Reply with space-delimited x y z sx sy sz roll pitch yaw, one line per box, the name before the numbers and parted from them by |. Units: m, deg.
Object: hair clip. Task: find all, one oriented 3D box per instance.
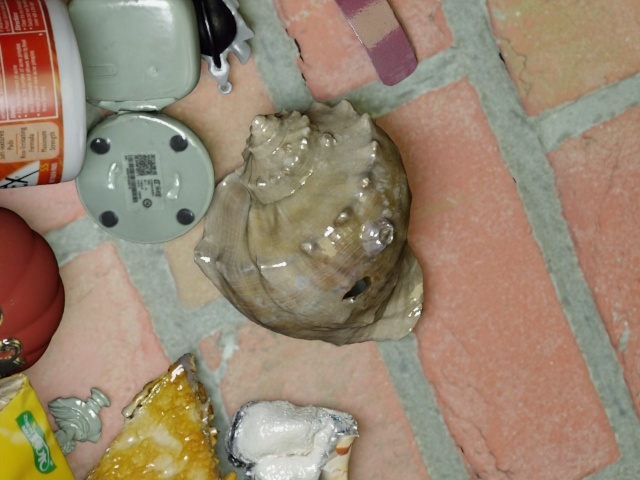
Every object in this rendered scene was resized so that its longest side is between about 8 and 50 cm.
hair clip | 0.065 -0.246 2.031 0.054 0.022 0.137 -32 102 -8

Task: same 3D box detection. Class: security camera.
security camera | -0.199 -0.145 1.930 0.157 0.080 0.301 -3 109 6

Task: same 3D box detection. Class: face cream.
face cream | -0.351 -0.152 1.822 0.187 0.201 0.201 -6 96 -16

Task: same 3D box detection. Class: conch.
conch | -0.001 0.001 1.960 0.263 0.186 0.324 -34 102 7

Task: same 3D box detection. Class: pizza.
pizza | -0.207 0.289 1.945 0.251 0.074 0.287 -16 62 8

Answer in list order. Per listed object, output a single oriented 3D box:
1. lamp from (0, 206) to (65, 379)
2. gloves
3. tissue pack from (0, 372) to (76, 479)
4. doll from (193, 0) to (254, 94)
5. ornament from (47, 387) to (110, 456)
lamp | -0.381 0.051 1.834 0.227 0.227 0.227 -1 95 -16
gloves | -0.035 0.241 2.015 0.153 0.070 0.114 7 101 -10
tissue pack | -0.375 0.356 1.773 0.293 0.228 0.382 -12 112 25
doll | -0.128 -0.255 1.945 0.096 0.070 0.195 -14 106 -1
ornament | -0.276 0.207 1.958 0.068 0.041 0.092 21 79 -22
